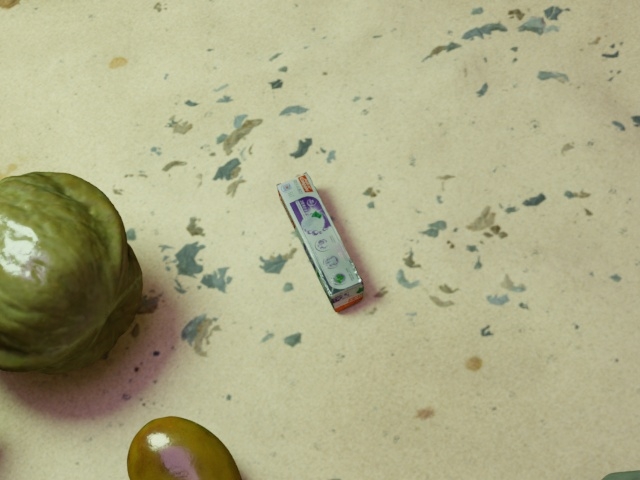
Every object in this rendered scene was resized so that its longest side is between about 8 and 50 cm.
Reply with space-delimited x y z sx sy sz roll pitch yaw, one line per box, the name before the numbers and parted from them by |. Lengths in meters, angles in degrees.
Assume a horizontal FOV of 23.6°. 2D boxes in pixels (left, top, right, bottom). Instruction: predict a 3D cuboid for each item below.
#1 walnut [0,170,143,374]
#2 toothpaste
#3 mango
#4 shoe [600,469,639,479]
walnut | -0.357 0.037 1.904 0.283 0.227 0.283 -10 63 20
toothpaste | 0.000 0.000 1.945 0.047 0.040 0.196 -23 55 -5
mango | -0.152 0.272 1.783 0.163 0.089 0.111 27 79 18
shoe | 0.343 0.295 1.636 0.251 0.103 0.100 -9 11 -6
